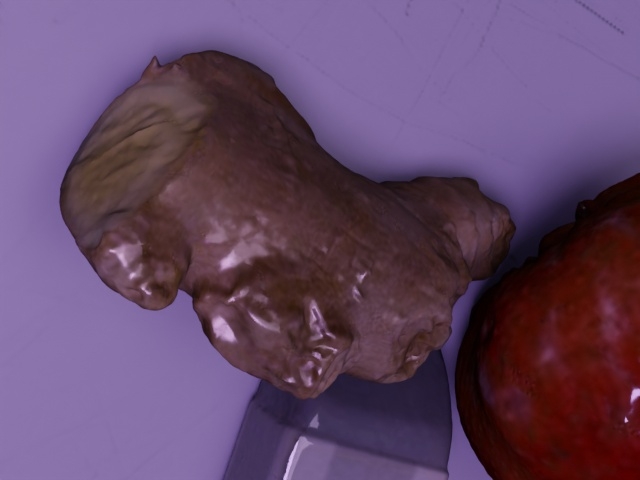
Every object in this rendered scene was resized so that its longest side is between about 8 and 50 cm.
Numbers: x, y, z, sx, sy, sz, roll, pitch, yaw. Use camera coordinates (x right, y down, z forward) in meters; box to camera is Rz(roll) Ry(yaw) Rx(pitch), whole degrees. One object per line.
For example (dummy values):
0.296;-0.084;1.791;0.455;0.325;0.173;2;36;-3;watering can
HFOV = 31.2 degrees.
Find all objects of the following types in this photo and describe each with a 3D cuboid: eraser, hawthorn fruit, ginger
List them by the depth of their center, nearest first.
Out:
-0.001;0.004;0.488;0.213;0.074;0.138;23;59;-32;ginger
0.166;0.072;0.508;0.185;0.185;0.202;-41;76;-12;hawthorn fruit
-0.025;0.199;0.525;0.089;0.061;0.352;18;91;-24;eraser
